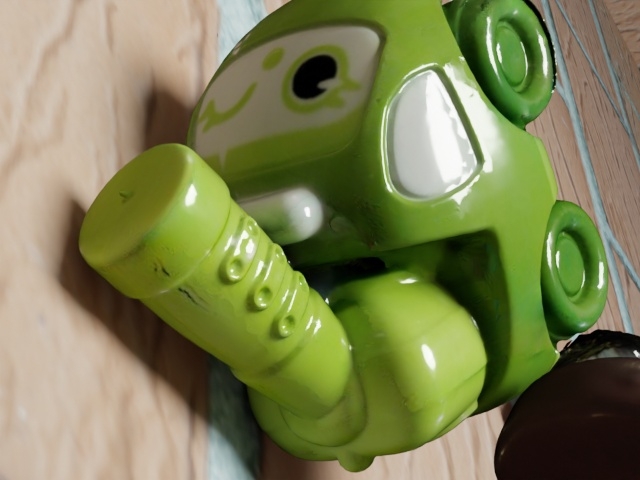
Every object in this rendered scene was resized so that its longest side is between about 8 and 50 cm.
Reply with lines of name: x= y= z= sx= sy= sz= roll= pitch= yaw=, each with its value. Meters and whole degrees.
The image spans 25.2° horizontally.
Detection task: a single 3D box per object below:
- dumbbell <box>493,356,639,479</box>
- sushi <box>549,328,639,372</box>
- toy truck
dumbbell: x=0.095 y=0.159 z=0.510 sx=0.140 sy=0.124 sz=0.225 roll=54 pitch=48 yaw=-24
sushi: x=0.220 y=0.169 z=0.958 sx=0.225 sy=0.124 sz=0.127 roll=61 pitch=18 yaw=3
toy truck: x=0.013 y=0.007 z=0.581 sx=0.187 sy=0.148 sz=0.210 roll=60 pitch=42 yaw=-23
